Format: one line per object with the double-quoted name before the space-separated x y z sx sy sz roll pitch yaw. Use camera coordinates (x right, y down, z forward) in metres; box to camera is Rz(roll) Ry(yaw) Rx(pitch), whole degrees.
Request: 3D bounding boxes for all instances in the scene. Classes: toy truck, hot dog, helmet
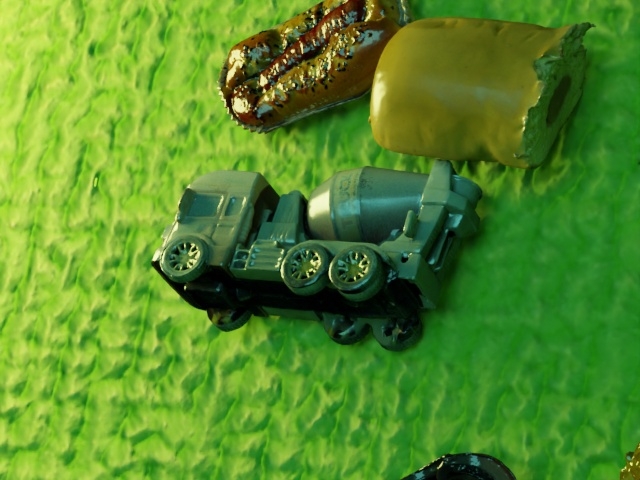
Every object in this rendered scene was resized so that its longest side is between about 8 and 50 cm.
"toy truck" 0.000 0.000 1.611 0.256 0.108 0.140 4 63 29
"hot dog" -0.003 -0.158 1.691 0.191 0.059 0.108 -27 58 22
"helmet" 0.105 0.215 1.494 0.123 0.070 0.098 -23 70 14

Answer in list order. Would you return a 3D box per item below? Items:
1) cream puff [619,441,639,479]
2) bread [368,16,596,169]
"cream puff" 0.273 0.187 1.378 0.156 0.121 0.156 -9 74 32
"bread" 0.122 -0.127 1.568 0.173 0.085 0.134 7 46 28
